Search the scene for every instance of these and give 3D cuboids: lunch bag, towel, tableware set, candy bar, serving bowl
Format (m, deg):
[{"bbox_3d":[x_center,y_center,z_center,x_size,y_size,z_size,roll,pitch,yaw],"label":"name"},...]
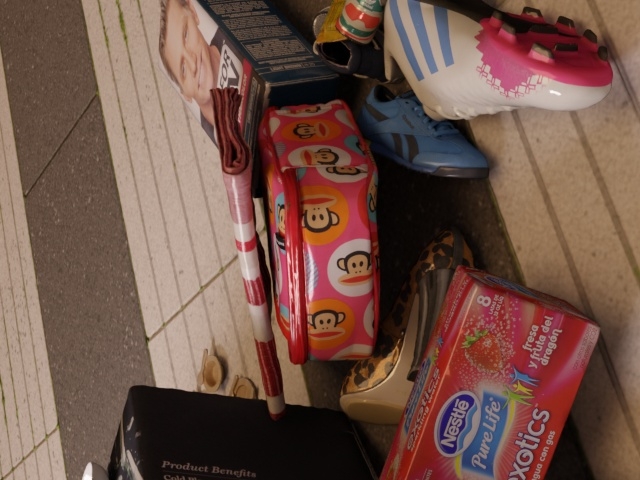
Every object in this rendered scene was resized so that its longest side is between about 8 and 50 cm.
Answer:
[{"bbox_3d":[0.000,0.000,1.220,0.293,0.120,0.258,-103,8,-62],"label":"lunch bag"},{"bbox_3d":[-0.079,0.011,1.262,0.237,0.037,0.329,-105,6,-59],"label":"towel"},{"bbox_3d":[-0.146,0.244,1.573,0.169,0.020,0.141,35,116,49],"label":"tableware set"},{"bbox_3d":[0.031,-0.280,1.284,0.040,0.018,0.161,-5,39,21],"label":"candy bar"},{"bbox_3d":[-0.250,0.289,1.204,0.083,0.027,0.083,-169,90,-72],"label":"serving bowl"}]

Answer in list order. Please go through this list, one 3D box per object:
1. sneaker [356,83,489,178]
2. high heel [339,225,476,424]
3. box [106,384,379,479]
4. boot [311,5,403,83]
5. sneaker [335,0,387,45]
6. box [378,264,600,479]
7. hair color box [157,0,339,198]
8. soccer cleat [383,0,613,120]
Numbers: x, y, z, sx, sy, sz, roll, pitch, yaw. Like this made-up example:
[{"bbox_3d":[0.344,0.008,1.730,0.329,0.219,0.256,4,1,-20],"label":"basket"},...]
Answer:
[{"bbox_3d":[0.111,-0.123,1.199,0.209,0.069,0.082,31,113,51],"label":"sneaker"},{"bbox_3d":[0.098,0.103,1.225,0.261,0.093,0.186,130,159,-60],"label":"high heel"},{"bbox_3d":[-0.105,0.492,1.170,0.471,0.298,0.479,-116,41,-62],"label":"box"},{"bbox_3d":[0.023,-0.245,1.316,0.190,0.086,0.069,38,118,49],"label":"boot"},{"bbox_3d":[0.067,-0.292,1.235,0.075,0.057,0.161,-56,8,45],"label":"sneaker"},{"bbox_3d":[0.148,0.166,1.013,0.128,0.123,0.256,-93,22,-83],"label":"box"},{"bbox_3d":[-0.108,-0.226,1.448,0.347,0.105,0.173,53,144,42],"label":"hair color box"},{"bbox_3d":[0.170,-0.171,1.101,0.331,0.116,0.143,46,133,52],"label":"soccer cleat"}]
